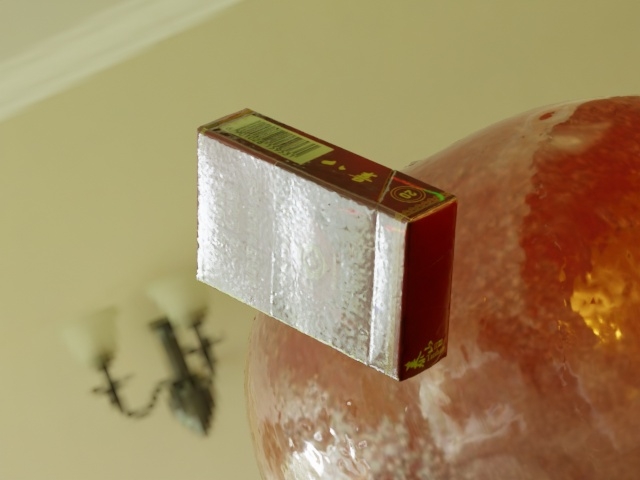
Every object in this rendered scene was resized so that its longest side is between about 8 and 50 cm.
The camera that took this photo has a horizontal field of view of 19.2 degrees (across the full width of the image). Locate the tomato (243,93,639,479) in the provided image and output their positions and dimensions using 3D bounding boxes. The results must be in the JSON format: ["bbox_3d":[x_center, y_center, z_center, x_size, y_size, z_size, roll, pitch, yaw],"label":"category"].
[{"bbox_3d":[0.109,0.071,0.779,0.270,0.227,0.270,-11,-27,-6],"label":"tomato"}]

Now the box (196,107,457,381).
[{"bbox_3d":[0.000,0.000,0.537,0.082,0.052,0.023,24,36,36],"label":"box"}]
